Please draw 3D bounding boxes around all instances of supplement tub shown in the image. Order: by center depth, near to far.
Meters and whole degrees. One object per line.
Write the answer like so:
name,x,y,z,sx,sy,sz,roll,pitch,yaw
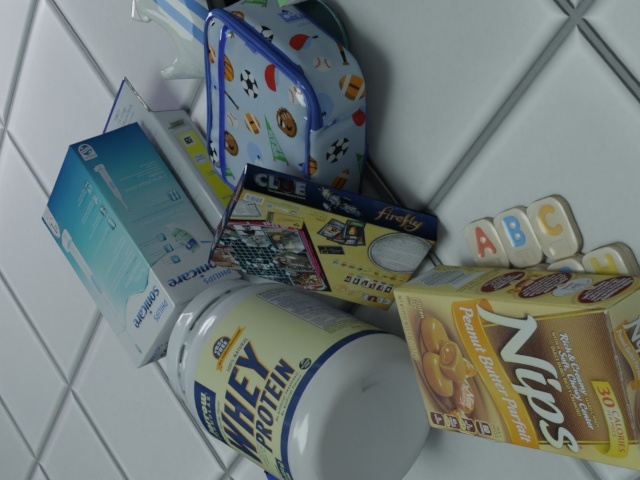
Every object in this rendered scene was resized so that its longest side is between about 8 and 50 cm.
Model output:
supplement tub,-0.034,0.193,1.656,0.325,0.235,0.235,22,127,45

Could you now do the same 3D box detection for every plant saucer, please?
plant saucer,0.000,-0.247,1.538,0.119,0.021,0.119,31,133,41

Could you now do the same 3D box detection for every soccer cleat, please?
soccer cleat,-0.206,-0.368,1.621,0.143,0.116,0.331,-16,99,17

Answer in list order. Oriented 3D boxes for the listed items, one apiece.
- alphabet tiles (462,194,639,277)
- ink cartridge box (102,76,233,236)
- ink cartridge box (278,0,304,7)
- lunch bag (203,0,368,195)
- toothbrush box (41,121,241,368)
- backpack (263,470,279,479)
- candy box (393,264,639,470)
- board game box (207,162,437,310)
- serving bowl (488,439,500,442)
alphabet tiles,0.263,0.094,1.391,0.284,0.021,0.278,-21,93,56
ink cartridge box,-0.238,-0.060,1.931,0.307,0.072,0.303,57,146,15
ink cartridge box,-0.003,-0.382,1.344,0.093,0.154,0.212,-18,95,55
lunch bag,-0.055,-0.150,1.562,0.243,0.115,0.303,41,146,27
toothbrush box,-0.275,0.009,1.853,0.295,0.126,0.216,55,144,15
backpack,0.000,0.349,1.832,0.120,0.098,0.101,-22,101,43
candy box,0.232,0.130,1.356,0.316,0.087,0.183,3,114,52
board game box,0.000,0.000,1.522,0.165,0.243,0.042,121,161,-50
serving bowl,0.207,0.215,1.530,0.083,0.027,0.083,29,131,40
